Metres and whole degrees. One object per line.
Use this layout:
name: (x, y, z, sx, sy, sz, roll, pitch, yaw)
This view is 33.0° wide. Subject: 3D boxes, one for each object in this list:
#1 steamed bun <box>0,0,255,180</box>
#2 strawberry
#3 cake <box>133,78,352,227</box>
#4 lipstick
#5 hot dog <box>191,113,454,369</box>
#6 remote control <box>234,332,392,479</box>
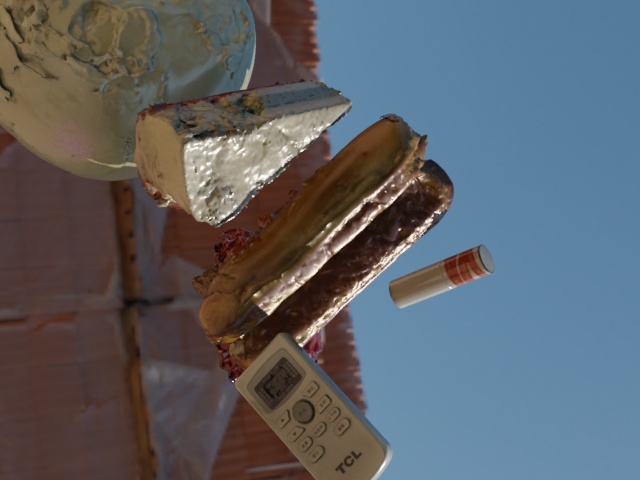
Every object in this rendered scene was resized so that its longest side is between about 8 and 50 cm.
steamed bun: (-0.260, -0.201, 1.272, 0.312, 0.334, 0.233, 107, 3, -48)
strawberry: (-0.058, 0.087, 1.386, 0.190, 0.111, 0.236, 15, 60, -64)
cake: (-0.075, -0.087, 1.085, 0.086, 0.221, 0.116, 31, -56, 39)
lipstick: (0.148, 0.045, 1.328, 0.131, 0.038, 0.038, -24, -115, 28)
hot dog: (0.000, 0.000, 1.265, 0.117, 0.349, 0.158, 43, -4, 47)
remote control: (-0.007, 0.194, 1.178, 0.087, 0.029, 0.190, -48, -111, 11)
